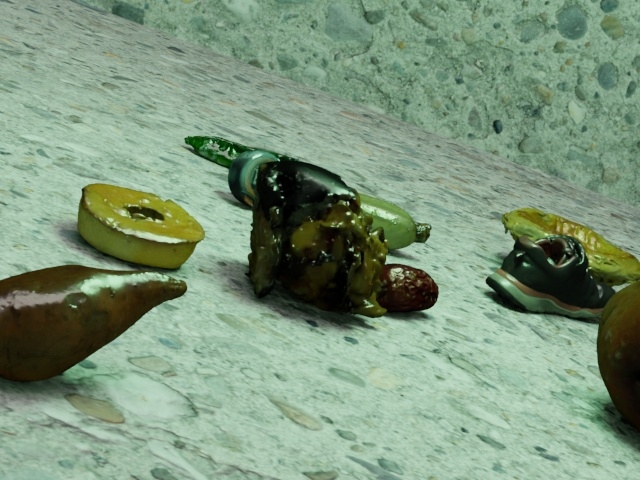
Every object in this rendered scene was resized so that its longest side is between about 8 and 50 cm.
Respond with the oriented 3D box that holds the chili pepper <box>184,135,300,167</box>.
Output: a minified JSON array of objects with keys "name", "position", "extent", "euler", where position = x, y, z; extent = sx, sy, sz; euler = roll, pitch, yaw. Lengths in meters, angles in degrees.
[{"name":"chili pepper","position":[-0.151,-0.158,2.542],"extent":[0.227,0.059,0.088],"euler":[18,9,6]}]

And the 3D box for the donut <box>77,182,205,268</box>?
[{"name":"donut","position":[-0.250,-0.014,1.842],"extent":[0.178,0.065,0.162],"euler":[19,19,-13]}]

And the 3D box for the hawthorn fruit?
[{"name":"hawthorn fruit","position":[0.519,0.161,1.866],"extent":[0.268,0.267,0.301],"euler":[22,15,5]}]

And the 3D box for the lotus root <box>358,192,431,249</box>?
[{"name":"lotus root","position":[0.102,-0.028,2.354],"extent":[0.183,0.077,0.090],"euler":[18,21,2]}]

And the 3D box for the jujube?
[{"name":"jujube","position":[0.128,0.075,2.027],"extent":[0.129,0.077,0.077],"euler":[14,15,-44]}]

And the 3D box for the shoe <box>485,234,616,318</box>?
[{"name":"shoe","position":[0.418,0.055,2.373],"extent":[0.291,0.137,0.114],"euler":[12,17,-40]}]

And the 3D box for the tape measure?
[{"name":"tape measure","position":[-0.077,-0.086,2.256],"extent":[0.107,0.104,0.180],"euler":[15,14,-35]}]

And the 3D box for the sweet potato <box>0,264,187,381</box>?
[{"name":"sweet potato","position":[-0.286,0.085,1.331],"extent":[0.359,0.112,0.112],"euler":[-14,34,-37]}]

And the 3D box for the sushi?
[{"name":"sushi","position":[0.000,0.005,1.900],"extent":[0.204,0.213,0.200],"euler":[5,40,-9]}]

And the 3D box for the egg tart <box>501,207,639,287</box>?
[{"name":"egg tart","position":[0.474,0.034,2.580],"extent":[0.295,0.116,0.295],"euler":[21,11,-4]}]
